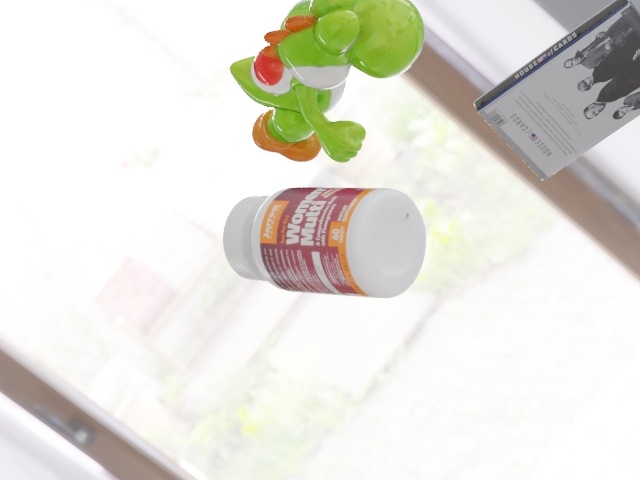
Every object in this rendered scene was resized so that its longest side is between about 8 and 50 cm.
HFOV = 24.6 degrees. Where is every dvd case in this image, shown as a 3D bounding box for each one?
[{"bbox_3d":[0.346,-0.197,1.943,0.239,0.179,0.029,-35,43,17],"label":"dvd case"}]

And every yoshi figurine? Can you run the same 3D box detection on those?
[{"bbox_3d":[0.027,-0.227,1.926,0.203,0.203,0.362,-39,-3,-20],"label":"yoshi figurine"}]

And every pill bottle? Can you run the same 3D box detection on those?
[{"bbox_3d":[0.000,0.000,1.644,0.221,0.121,0.121,2,50,44],"label":"pill bottle"}]
